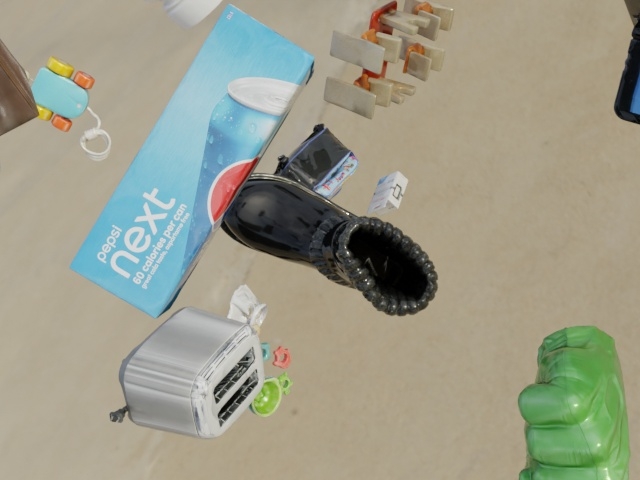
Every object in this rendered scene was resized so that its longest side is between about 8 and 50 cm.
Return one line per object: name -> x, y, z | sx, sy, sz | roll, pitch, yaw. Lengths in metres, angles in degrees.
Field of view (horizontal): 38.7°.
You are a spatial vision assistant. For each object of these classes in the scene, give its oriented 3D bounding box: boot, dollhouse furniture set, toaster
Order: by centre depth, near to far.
boot -> -0.192, -0.124, 0.509 | 0.037, 0.114, 0.106 | -12, 43, 24
toaster -> -0.181, 0.194, 1.307 | 0.146, 0.129, 0.227 | 8, 30, 27
boot -> 0.002, -0.004, 1.406 | 0.260, 0.348, 0.131 | -126, 56, -81
dollhouse furniture set -> 0.101, -0.353, 1.454 | 0.135, 0.259, 0.262 | 24, 37, 21

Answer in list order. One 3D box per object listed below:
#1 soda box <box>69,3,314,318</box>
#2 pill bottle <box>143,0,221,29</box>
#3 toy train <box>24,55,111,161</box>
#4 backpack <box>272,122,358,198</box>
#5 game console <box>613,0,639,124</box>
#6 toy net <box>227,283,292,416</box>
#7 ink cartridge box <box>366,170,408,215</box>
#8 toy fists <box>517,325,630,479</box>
soda box -> -0.086, -0.054, 0.642 | 0.210, 0.071, 0.067 | -58, 2, 2
pill bottle -> -0.265, -0.466, 1.382 | 0.160, 0.283, 0.160 | -37, 27, 23
toy train -> -0.287, -0.111, 0.870 | 0.166, 0.125, 0.046 | -11, 18, -5
backpack -> -0.030, -0.107, 1.698 | 0.158, 0.117, 0.173 | -47, -2, -40
game console -> 0.321, -0.147, 0.778 | 0.144, 0.124, 0.085 | 23, 87, 32
toy net -> -0.097, 0.185, 1.591 | 0.122, 0.232, 0.045 | -21, 21, -37
ink cartridge box -> 0.114, -0.073, 1.552 | 0.048, 0.028, 0.083 | -22, 35, 46
toy fists -> 0.225, 0.217, 0.797 | 0.096, 0.279, 0.142 | -4, 30, 15
